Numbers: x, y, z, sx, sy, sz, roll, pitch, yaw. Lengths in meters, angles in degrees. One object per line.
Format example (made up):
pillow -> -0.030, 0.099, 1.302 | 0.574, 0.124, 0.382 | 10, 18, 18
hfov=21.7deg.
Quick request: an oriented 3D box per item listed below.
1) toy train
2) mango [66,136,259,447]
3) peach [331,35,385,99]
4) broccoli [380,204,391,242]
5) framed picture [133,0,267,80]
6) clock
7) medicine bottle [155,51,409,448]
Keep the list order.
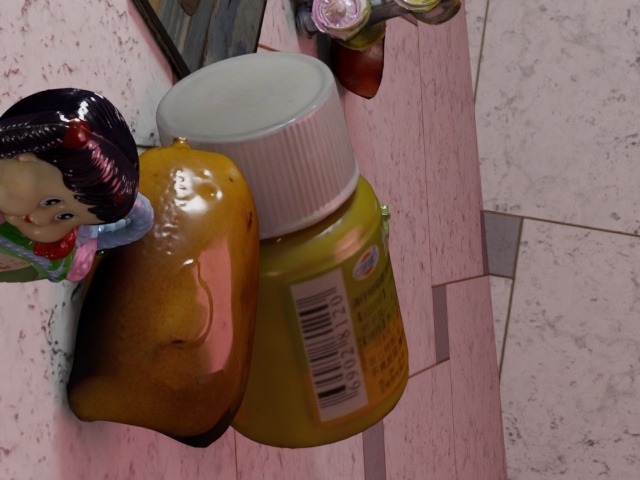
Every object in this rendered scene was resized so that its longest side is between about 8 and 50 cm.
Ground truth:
toy train -> 0.080, -0.368, 2.283 | 0.134, 0.261, 0.177 | 8, 66, -76
mango -> -0.136, 0.046, 1.533 | 0.201, 0.153, 0.287 | 72, 21, -71
peach -> 0.047, -0.302, 2.484 | 0.279, 0.068, 0.189 | 103, -15, -61
broccoli -> -0.003, 0.007, 2.013 | 0.198, 0.176, 0.226 | -116, -144, -47
framed picture -> -0.126, -0.289, 1.864 | 0.347, 0.016, 0.265 | 63, 33, -59
clock -> -0.213, -0.033, 1.162 | 0.194, 0.196, 0.100 | 51, 35, -64
medicine bottle -> -0.041, 0.011, 1.767 | 0.224, 0.224, 0.384 | -73, 155, -54
